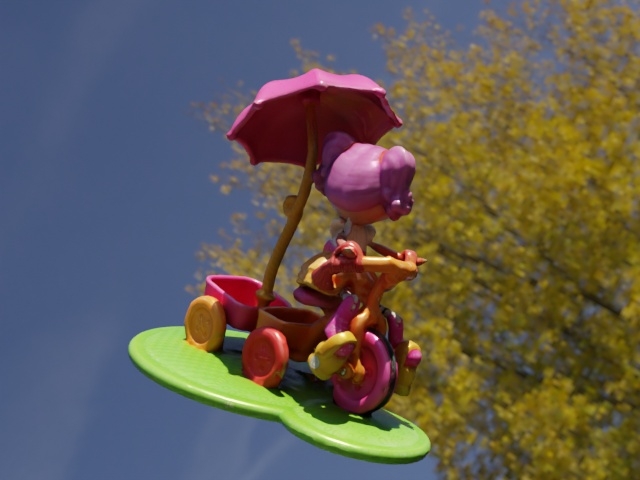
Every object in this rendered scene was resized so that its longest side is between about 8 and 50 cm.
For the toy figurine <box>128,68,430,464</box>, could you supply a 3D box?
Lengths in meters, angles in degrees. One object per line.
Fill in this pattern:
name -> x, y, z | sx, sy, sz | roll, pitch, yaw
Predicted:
toy figurine -> 0.000, 0.000, 0.619 | 0.130, 0.173, 0.159 | 5, -77, -42
